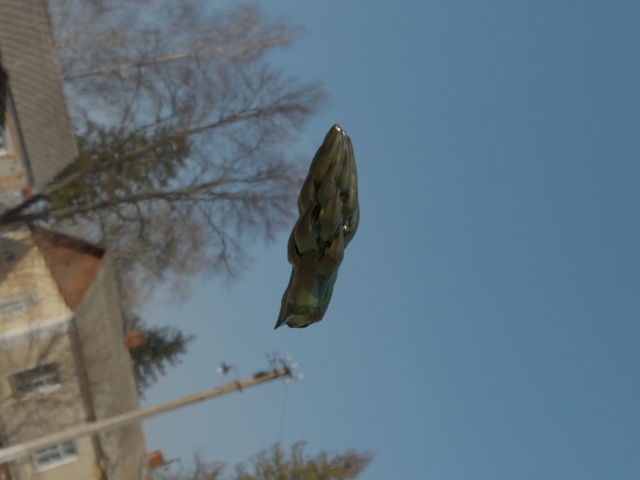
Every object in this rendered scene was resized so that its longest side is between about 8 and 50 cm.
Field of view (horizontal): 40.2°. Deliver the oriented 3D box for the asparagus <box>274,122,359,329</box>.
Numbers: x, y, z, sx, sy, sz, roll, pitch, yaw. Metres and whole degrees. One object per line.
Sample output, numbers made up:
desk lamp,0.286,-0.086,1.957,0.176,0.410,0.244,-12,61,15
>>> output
asparagus,0.000,0.000,1.015,0.080,0.080,0.287,47,-47,51
